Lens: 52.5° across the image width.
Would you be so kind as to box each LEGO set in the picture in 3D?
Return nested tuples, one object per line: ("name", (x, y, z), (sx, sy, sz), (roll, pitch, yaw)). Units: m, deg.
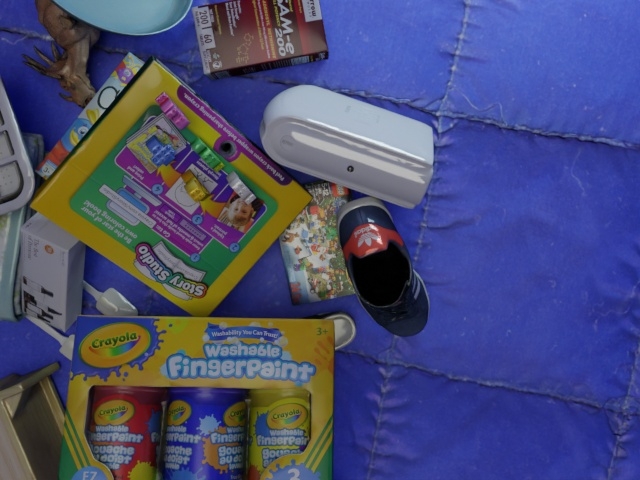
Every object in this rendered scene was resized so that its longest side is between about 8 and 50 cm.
("LEGO set", (-0.200, -0.116, 1.035), (0.087, 0.093, 0.227), (-41, 115, 2))

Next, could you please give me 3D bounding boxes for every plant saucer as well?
("plant saucer", (-0.385, -0.497, 1.173), (0.318, 0.044, 0.317), (15, 62, -29))

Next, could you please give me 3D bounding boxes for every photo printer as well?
("photo printer", (0.047, -0.183, 1.169), (0.308, 0.256, 0.107), (19, 117, 0))

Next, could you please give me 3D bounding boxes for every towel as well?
("towel", (-0.707, -0.047, 1.270), (0.321, 0.090, 0.374), (11, 94, 5))

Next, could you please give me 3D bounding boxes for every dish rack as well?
("dish rack", (-0.686, -0.156, 1.182), (0.333, 0.072, 0.285), (-18, 92, 6))

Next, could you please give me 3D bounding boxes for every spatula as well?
("spatula", (-0.509, 0.135, 1.317), (0.242, 0.019, 0.168), (37, 95, 2))

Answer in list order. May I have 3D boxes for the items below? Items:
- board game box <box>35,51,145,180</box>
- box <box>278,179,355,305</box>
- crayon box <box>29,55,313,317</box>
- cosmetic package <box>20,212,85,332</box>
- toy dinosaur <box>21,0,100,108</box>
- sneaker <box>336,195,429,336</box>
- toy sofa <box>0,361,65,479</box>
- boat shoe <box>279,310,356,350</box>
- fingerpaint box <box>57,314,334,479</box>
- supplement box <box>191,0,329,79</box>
("board game box", (-0.371, -0.190, 1.226), (0.142, 0.144, 0.275), (40, 95, -3))
("box", (0.000, 0.000, 1.283), (0.159, 0.044, 0.232), (-12, 94, 2))
("crayon box", (-0.252, -0.080, 1.146), (0.363, 0.106, 0.313), (40, 96, -25))
("cosmetic package", (-0.498, 0.064, 1.208), (0.099, 0.060, 0.239), (24, 132, 2))
("toy dinosaur", (-0.490, -0.417, 1.232), (0.200, 0.127, 0.295), (-26, 73, 40))
("sneaker", (0.120, 0.091, 1.166), (0.131, 0.148, 0.350), (-23, 130, 9))
("toy sofa", (-0.558, 0.440, 1.272), (0.177, 0.150, 0.362), (-21, 93, 7))
("boat shoe", (-0.054, 0.197, 1.281), (0.255, 0.079, 0.095), (-22, 91, 0))
("fingerpaint box", (-0.198, 0.322, 1.120), (0.446, 0.163, 0.370), (2, 75, 1))
("supplement box", (-0.112, -0.395, 1.243), (0.240, 0.073, 0.130), (-11, 93, 1))
